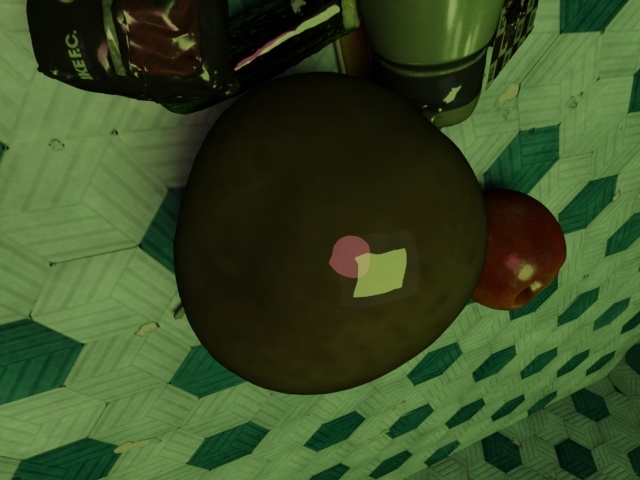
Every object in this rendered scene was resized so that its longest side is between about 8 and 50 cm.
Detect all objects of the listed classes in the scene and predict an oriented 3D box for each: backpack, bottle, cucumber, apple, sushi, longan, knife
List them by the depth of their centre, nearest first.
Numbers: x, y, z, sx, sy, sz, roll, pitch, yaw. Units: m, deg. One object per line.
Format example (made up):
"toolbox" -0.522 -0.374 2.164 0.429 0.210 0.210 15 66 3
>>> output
"backpack" -0.160 -0.179 0.388 0.165 0.106 0.120 -8 103 -6
"bottle" 0.116 -0.272 0.470 0.169 0.168 0.347 -25 142 -11
"cucumber" -0.065 -0.204 0.473 0.241 0.074 0.074 -29 139 4
"longan" 0.000 0.000 0.516 0.361 0.361 0.361 -18 136 -18
"knife" 0.036 -0.252 0.536 0.046 0.022 0.256 -31 139 -10
"sushi" 0.245 -0.303 0.581 0.201 0.031 0.139 -49 148 -32
"apple" 0.339 0.016 0.851 0.218 0.201 0.218 -22 143 -18

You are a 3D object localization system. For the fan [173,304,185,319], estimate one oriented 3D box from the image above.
"fan" -0.125 -0.014 0.658 0.294 0.012 0.223 -28 138 -9
